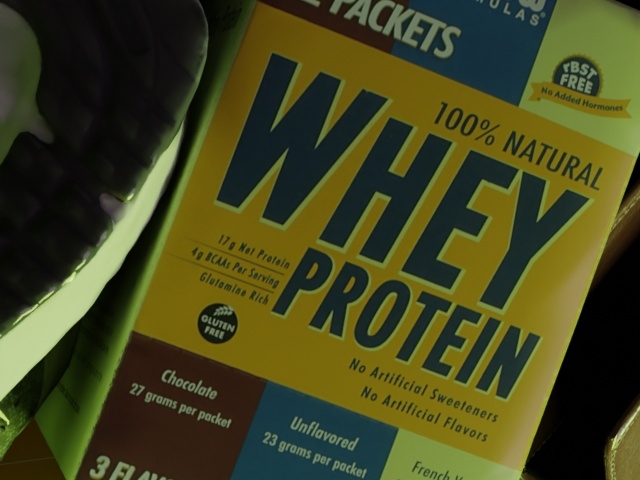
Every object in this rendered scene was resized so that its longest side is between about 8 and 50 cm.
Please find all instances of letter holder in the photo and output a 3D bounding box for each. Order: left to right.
[{"bbox_3d":[0.202,-0.011,1.149,0.302,0.152,0.214,-46,150,-23],"label":"letter holder"}]

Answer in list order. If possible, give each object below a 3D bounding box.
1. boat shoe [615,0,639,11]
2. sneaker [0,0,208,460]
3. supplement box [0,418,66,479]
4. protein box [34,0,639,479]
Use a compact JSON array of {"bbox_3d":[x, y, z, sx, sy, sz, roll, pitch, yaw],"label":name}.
[{"bbox_3d":[0.201,-0.145,1.059,0.258,0.095,0.084,-45,156,-26],"label":"boat shoe"},{"bbox_3d":[-0.174,0.079,0.629,0.410,0.158,0.182,-50,170,-4],"label":"sneaker"},{"bbox_3d":[-0.037,0.118,0.899,0.191,0.129,0.194,-46,152,-22],"label":"supplement box"},{"bbox_3d":[0.000,0.000,0.683,0.200,0.136,0.201,-171,-79,-77],"label":"protein box"}]
